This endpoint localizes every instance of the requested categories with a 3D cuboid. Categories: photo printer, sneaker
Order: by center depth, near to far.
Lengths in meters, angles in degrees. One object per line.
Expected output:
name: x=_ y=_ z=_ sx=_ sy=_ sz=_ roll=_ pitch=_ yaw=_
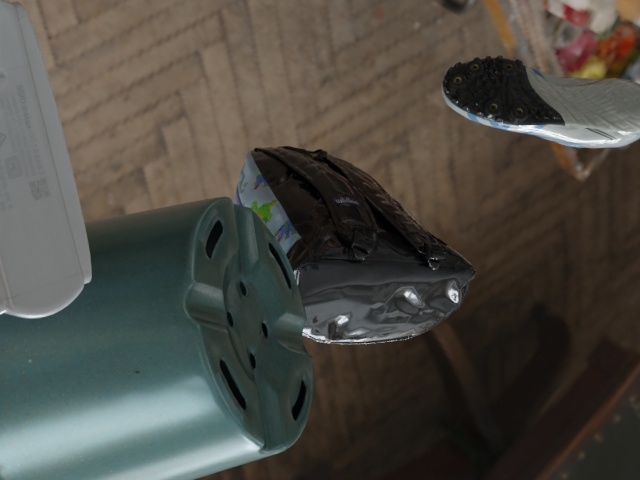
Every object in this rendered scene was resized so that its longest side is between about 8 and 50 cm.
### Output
photo printer: x=-0.325 y=-0.071 z=1.182 sx=0.107 sy=0.308 sz=0.256 roll=-21 pitch=106 yaw=-35
sneaker: x=0.239 y=-0.139 z=1.483 sx=0.237 sy=0.085 sz=0.086 roll=7 pitch=156 yaw=-11

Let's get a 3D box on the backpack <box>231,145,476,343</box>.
backpack: x=0.000 y=0.000 z=1.951 sx=0.290 sy=0.355 sz=0.273 roll=2 pitch=131 yaw=-31

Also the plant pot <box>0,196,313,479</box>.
plant pot: x=-0.207 y=0.116 z=1.392 sx=0.334 sy=0.341 sz=0.341 roll=-15 pitch=145 yaw=22
